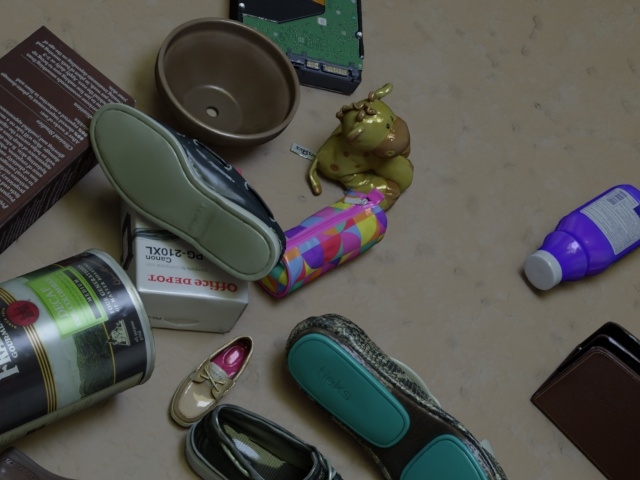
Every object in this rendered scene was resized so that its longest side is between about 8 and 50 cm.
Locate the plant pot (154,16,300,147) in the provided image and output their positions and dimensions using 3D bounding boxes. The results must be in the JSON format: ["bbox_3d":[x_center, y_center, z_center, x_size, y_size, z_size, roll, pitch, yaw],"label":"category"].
[{"bbox_3d":[-0.161,-0.234,2.070,0.237,0.110,0.237,12,56,-18],"label":"plant pot"}]

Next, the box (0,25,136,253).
[{"bbox_3d":[-0.461,-0.120,1.846,0.191,0.143,0.381,40,51,2],"label":"box"}]

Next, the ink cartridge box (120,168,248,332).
[{"bbox_3d":[-0.205,0.006,1.906,0.172,0.100,0.237,7,58,-20],"label":"ink cartridge box"}]

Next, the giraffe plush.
[{"bbox_3d":[0.078,-0.167,2.099,0.210,0.170,0.181,10,57,-19],"label":"giraffe plush"}]

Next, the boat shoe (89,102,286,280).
[{"bbox_3d":[-0.180,-0.079,1.841,0.340,0.127,0.113,36,22,10],"label":"boat shoe"}]

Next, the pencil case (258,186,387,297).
[{"bbox_3d":[0.000,0.000,2.007,0.236,0.104,0.104,-32,77,-35],"label":"pencil case"}]

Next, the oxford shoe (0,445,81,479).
[{"bbox_3d":[-0.275,0.382,1.630,0.364,0.130,0.132,31,46,-4],"label":"oxford shoe"}]

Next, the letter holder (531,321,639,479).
[{"bbox_3d":[0.524,0.272,2.006,0.302,0.214,0.152,46,53,7],"label":"letter holder"}]

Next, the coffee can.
[{"bbox_3d":[-0.385,0.148,1.674,0.275,0.201,0.201,-23,72,-34],"label":"coffee can"}]

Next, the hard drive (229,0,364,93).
[{"bbox_3d":[-0.044,-0.429,2.272,0.237,0.064,0.339,10,56,-19],"label":"hard drive"}]

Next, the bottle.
[{"bbox_3d":[0.467,0.000,2.224,0.283,0.092,0.118,-29,75,-35],"label":"bottle"}]

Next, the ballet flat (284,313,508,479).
[{"bbox_3d":[0.148,0.287,1.877,0.483,0.164,0.182,48,26,11],"label":"ballet flat"}]

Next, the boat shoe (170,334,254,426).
[{"bbox_3d":[-0.153,0.194,1.840,0.063,0.059,0.170,38,52,1],"label":"boat shoe"}]

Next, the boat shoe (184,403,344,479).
[{"bbox_3d":[-0.032,0.342,1.767,0.335,0.119,0.121,29,53,-5],"label":"boat shoe"}]
